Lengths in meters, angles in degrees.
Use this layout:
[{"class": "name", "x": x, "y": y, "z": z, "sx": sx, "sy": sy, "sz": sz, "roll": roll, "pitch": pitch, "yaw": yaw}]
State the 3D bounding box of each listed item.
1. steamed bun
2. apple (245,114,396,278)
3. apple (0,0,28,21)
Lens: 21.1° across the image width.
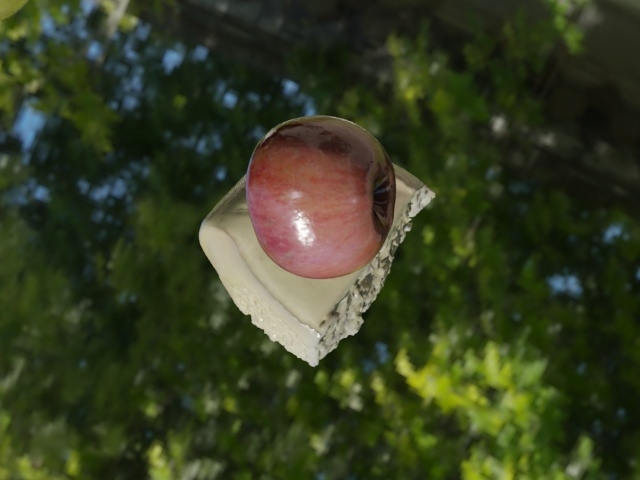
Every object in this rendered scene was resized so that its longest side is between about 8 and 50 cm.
[{"class": "steamed bun", "x": 0.000, "y": 0.000, "z": 1.808, "sx": 0.200, "sy": 0.225, "sz": 0.170, "roll": 42, "pitch": 159, "yaw": 12}, {"class": "apple", "x": 0.005, "y": -0.040, "z": 1.578, "sx": 0.120, "sy": 0.153, "sz": 0.153, "roll": -3, "pitch": -170, "yaw": 23}, {"class": "apple", "x": -0.493, "y": -0.409, "z": 2.349, "sx": 0.279, "sy": 0.279, "sz": 0.279, "roll": 23, "pitch": -159, "yaw": -9}]
